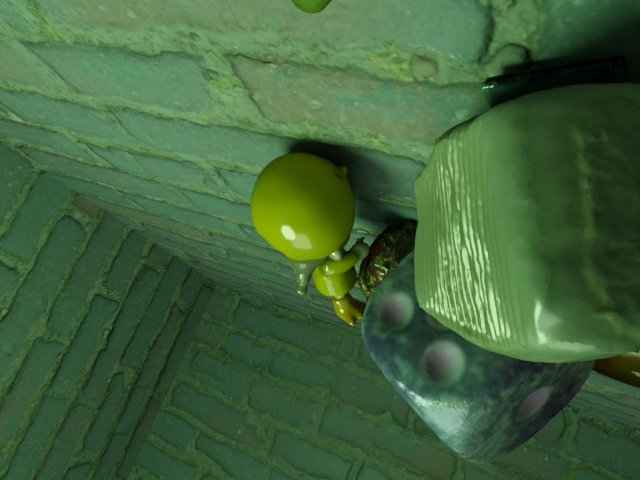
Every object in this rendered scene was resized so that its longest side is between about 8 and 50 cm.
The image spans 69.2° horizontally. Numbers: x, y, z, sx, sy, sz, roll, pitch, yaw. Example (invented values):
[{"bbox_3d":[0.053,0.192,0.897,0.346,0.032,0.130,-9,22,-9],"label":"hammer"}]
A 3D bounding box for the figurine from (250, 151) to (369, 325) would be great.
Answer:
[{"bbox_3d":[0.000,0.000,0.863,0.215,0.187,0.344,49,168,52],"label":"figurine"}]

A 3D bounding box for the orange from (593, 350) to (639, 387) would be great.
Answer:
[{"bbox_3d":[0.543,0.143,0.793,0.334,0.196,0.263,14,150,49],"label":"orange"}]

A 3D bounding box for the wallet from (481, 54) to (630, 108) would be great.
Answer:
[{"bbox_3d":[0.242,-0.150,0.475,0.129,0.026,0.088,5,163,40],"label":"wallet"}]

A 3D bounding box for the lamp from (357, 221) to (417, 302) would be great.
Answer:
[{"bbox_3d":[0.173,0.063,1.005,0.176,0.177,0.274,22,165,1],"label":"lamp"}]

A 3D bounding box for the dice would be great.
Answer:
[{"bbox_3d":[0.251,0.171,0.772,0.270,0.270,0.271,45,-177,-43],"label":"dice"}]

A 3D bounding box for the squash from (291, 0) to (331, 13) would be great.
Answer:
[{"bbox_3d":[0.045,-0.247,0.334,0.083,0.083,0.250,32,163,-29],"label":"squash"}]

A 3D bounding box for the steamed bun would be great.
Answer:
[{"bbox_3d":[0.243,-0.009,0.489,0.235,0.247,0.383,-4,175,-1],"label":"steamed bun"}]
